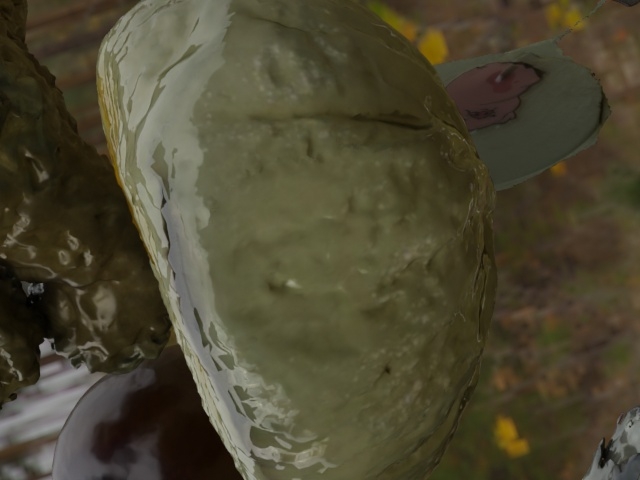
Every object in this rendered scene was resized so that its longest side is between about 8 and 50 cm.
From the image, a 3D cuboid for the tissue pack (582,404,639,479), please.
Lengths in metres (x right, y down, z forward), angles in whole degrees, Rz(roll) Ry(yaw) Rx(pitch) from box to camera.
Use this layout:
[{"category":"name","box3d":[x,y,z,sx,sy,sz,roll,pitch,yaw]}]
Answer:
[{"category":"tissue pack","box3d":[0.266,0.264,1.066,0.343,0.242,0.125,29,173,-16]}]

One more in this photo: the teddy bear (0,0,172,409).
[{"category":"teddy bear","box3d":[-0.228,-0.009,0.980,0.267,0.256,0.156,58,-172,6]}]

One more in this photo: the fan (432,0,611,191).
[{"category":"fan","box3d":[0.122,-0.106,1.206,0.182,0.310,0.010,10,127,36]}]

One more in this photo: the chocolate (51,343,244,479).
[{"category":"chocolate","box3d":[-0.072,0.110,1.066,0.124,0.127,0.133,49,-134,-37]}]

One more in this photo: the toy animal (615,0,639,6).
[{"category":"toy animal","box3d":[0.059,-0.151,0.716,0.202,0.070,0.105,32,119,53]}]

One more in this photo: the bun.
[{"category":"bun","box3d":[0.000,0.000,0.852,0.244,0.153,0.244,161,90,-88]}]
